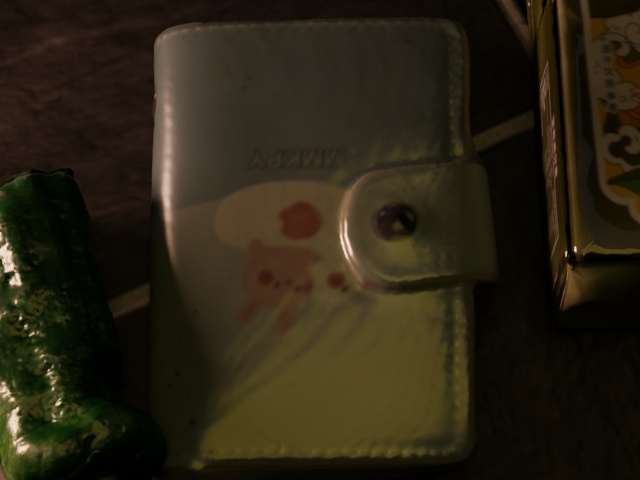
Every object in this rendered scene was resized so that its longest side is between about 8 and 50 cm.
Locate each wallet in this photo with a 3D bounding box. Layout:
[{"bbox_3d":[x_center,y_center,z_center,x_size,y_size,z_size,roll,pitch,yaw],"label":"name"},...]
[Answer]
[{"bbox_3d":[0.000,0.000,1.415,0.252,0.083,0.360,-4,69,5],"label":"wallet"}]

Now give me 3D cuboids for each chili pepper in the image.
[{"bbox_3d":[-0.188,0.087,1.367,0.136,0.099,0.270,-19,64,-16],"label":"chili pepper"}]

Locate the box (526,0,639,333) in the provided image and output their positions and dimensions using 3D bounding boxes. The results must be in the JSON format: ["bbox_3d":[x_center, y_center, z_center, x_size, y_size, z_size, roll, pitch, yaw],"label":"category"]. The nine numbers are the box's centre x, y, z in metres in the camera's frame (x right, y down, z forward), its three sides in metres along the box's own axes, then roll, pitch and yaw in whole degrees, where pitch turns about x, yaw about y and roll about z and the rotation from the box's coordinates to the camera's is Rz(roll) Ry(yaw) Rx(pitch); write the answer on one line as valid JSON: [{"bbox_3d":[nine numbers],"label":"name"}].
[{"bbox_3d":[0.344,-0.147,1.441,0.373,0.138,0.420,-1,69,0],"label":"box"}]
